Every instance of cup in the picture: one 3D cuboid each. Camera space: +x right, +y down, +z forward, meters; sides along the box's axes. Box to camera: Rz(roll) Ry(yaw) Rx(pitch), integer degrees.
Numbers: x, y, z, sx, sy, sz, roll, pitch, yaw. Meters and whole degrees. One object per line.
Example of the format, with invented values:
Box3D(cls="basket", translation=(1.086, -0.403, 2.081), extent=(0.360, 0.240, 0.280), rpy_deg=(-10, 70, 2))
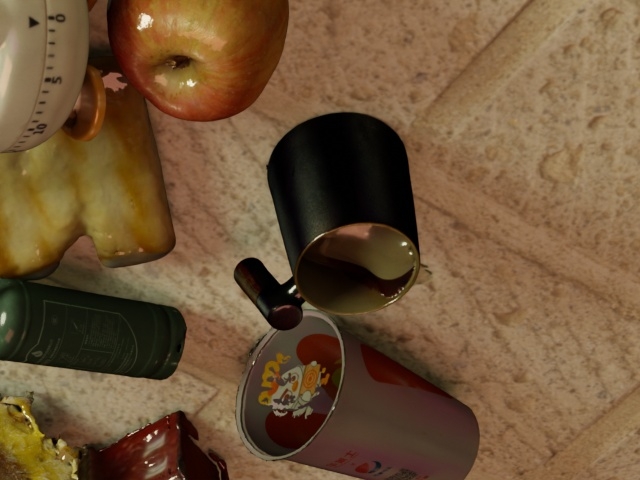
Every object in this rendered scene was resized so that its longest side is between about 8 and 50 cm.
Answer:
Box3D(cls="cup", translation=(0.017, 0.001, 1.777), extent=(0.166, 0.177, 0.239), rpy_deg=(12, 129, -21))
Box3D(cls="cup", translation=(0.060, 0.225, 2.001), extent=(0.288, 0.203, 0.203), rpy_deg=(27, 123, -36))

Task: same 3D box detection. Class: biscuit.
Box3D(cls="biscuit", translation=(-0.294, -0.074, 1.734), extent=(0.236, 0.062, 0.291), rpy_deg=(-10, 134, -1))

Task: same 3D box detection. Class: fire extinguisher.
Box3D(cls="fire extinguisher", translation=(-0.303, 0.097, 1.819), extent=(0.311, 0.095, 0.114), rpy_deg=(11, 133, -37))

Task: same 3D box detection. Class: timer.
Box3D(cls="timer", translation=(-0.330, -0.197, 1.486), extent=(0.240, 0.233, 0.233), rpy_deg=(-2, 136, -36))

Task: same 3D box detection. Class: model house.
Box3D(cls="model house", translation=(-0.253, 0.377, 2.068), extent=(0.254, 0.196, 0.160), rpy_deg=(-25, 133, 15))

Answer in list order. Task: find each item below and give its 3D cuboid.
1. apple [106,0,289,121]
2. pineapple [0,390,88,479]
Box3D(cls="apple", translation=(-0.115, -0.220, 1.559), extent=(0.199, 0.199, 0.199), rpy_deg=(-5, 133, -5))
Box3D(cls="pineapple", translation=(-0.464, 0.359, 1.922), extent=(0.352, 0.352, 0.300), rpy_deg=(15, 128, -22))
